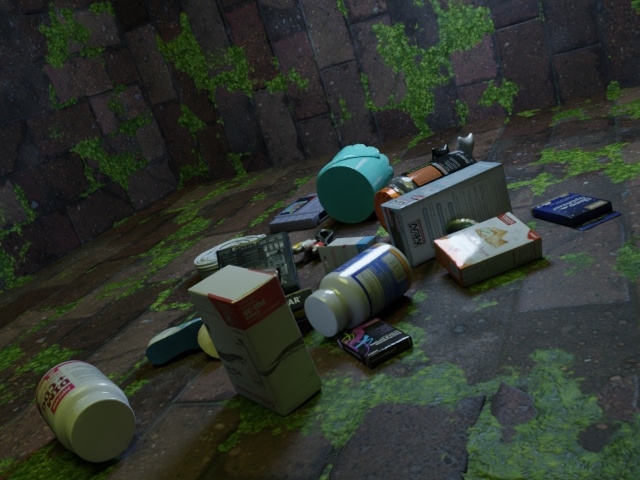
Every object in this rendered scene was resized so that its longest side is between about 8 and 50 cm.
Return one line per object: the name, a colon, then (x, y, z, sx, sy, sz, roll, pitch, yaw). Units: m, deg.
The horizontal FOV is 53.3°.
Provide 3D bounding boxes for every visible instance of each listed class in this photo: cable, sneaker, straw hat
cable: (-0.324, 0.067, 2.304, 0.257, 0.089, 0.257, -32, 21, -37)
cable: (0.000, 0.000, 2.213, 0.140, 0.072, 0.287, -4, 21, 24)
sneaker: (0.432, -0.012, 1.790, 0.167, 0.065, 0.076, 11, 40, 22)
sneaker: (-0.366, 0.261, 1.748, 0.229, 0.087, 0.092, -18, 13, -10)
straw hat: (-0.253, 0.231, 1.656, 0.145, 0.061, 0.144, -1, 46, 1)

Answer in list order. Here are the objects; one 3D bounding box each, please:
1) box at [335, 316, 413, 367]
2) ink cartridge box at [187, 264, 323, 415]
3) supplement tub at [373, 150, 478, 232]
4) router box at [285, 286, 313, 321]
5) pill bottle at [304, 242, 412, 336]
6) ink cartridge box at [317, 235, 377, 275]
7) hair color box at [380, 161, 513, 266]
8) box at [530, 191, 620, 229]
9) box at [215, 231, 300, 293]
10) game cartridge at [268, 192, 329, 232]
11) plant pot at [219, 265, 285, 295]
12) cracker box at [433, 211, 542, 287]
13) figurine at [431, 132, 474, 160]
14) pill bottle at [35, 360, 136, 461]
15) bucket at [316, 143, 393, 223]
box: (0.121, 0.229, 1.455, 0.116, 0.029, 0.162, -24, 19, -20)
ink cartridge box: (-0.137, 0.208, 1.351, 0.117, 0.283, 0.207, -33, 22, -31)
supplement tub: (0.357, -0.147, 2.086, 0.338, 0.207, 0.207, -24, 18, -21)
router box: (-0.097, 0.187, 1.658, 0.179, 0.046, 0.133, -20, -21, -3)
pill bottle: (0.093, 0.127, 1.594, 0.272, 0.152, 0.152, -31, 21, -35)
ink cartridge box: (0.090, 0.048, 1.917, 0.181, 0.104, 0.061, -4, 22, 38)
hair color box: (0.382, -0.085, 1.900, 0.375, 0.185, 0.114, -24, 19, -19)
box: (0.727, -0.087, 1.824, 0.137, 0.036, 0.225, -22, 19, -13)
box: (-0.193, 0.092, 1.952, 0.233, 0.183, 0.059, -17, -25, 6)
game cartridge: (-0.041, -0.132, 2.693, 0.230, 0.068, 0.355, -2, 23, 31)
plant pot: (-0.190, 0.148, 1.819, 0.165, 0.166, 0.167, -9, 18, 2)
cracker box: (0.435, 0.021, 1.666, 0.232, 0.067, 0.155, -20, 32, -8)
figurine: (0.499, -0.266, 2.308, 0.215, 0.209, 0.092, -27, 19, -28)
pill bottle: (-0.520, 0.375, 1.414, 0.160, 0.160, 0.283, -28, 20, -30)
bucket: (0.127, -0.211, 2.430, 0.281, 0.281, 0.183, -7, 24, 31)
